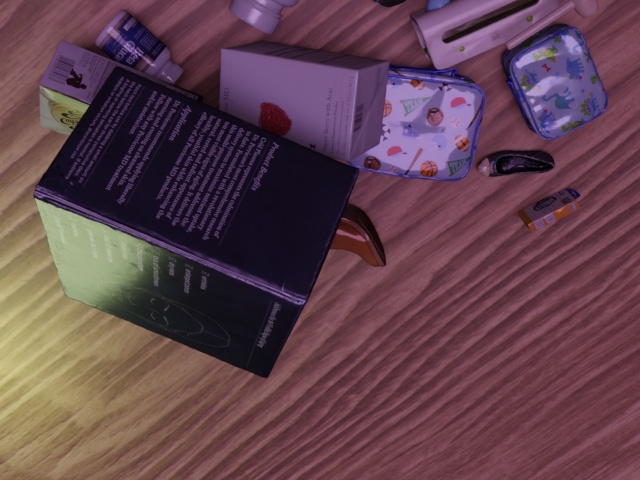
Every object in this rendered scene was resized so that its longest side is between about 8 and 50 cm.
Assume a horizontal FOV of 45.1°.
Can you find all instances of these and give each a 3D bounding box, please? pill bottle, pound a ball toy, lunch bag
[{"bbox_3d":[-0.083,-0.531,1.511,0.131,0.131,0.229,27,109,-14],"label":"pill bottle"},{"bbox_3d":[0.351,-0.461,1.525,0.319,0.208,0.136,-23,113,7],"label":"pound a ball toy"},{"bbox_3d":[0.201,-0.259,1.656,0.303,0.115,0.243,6,110,-5],"label":"lunch bag"},{"bbox_3d":[0.496,-0.338,1.649,0.176,0.090,0.219,-29,112,8],"label":"lunch bag"},{"bbox_3d":[-0.366,-0.381,1.578,0.169,0.094,0.094,40,105,-18],"label":"pill bottle"}]

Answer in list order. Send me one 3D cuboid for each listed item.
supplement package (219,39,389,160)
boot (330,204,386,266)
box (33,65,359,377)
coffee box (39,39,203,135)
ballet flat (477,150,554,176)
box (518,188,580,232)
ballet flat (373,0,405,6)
[{"bbox_3d":[-0.035,-0.284,1.536,0.292,0.175,0.178,14,114,21],"label":"supplement package"},{"bbox_3d":[0.000,0.000,1.762,0.220,0.109,0.283,-33,122,19],"label":"boot"},{"bbox_3d":[-0.234,-0.005,1.476,0.471,0.298,0.480,24,153,-1],"label":"box"},{"bbox_3d":[-0.406,-0.264,1.573,0.297,0.119,0.168,21,154,-12],"label":"coffee box"},{"bbox_3d":[0.441,-0.174,1.738,0.173,0.049,0.058,-7,113,0],"label":"ballet flat"},{"bbox_3d":[0.530,-0.073,1.770,0.136,0.081,0.028,-25,112,8],"label":"box"},{"bbox_3d":[0.157,-0.606,1.522,0.096,0.095,0.281,-5,124,-12],"label":"ballet flat"}]
